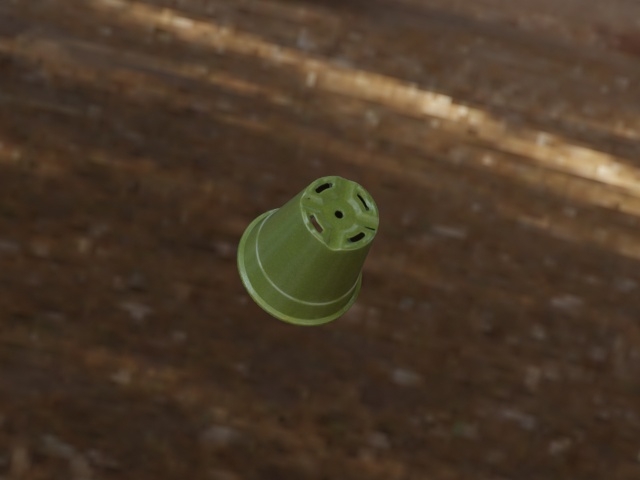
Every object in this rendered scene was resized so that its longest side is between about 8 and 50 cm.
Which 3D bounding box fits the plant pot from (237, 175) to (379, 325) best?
[{"bbox_3d":[0.000,0.000,1.204,0.083,0.083,0.079,9,-28,-18],"label":"plant pot"}]
